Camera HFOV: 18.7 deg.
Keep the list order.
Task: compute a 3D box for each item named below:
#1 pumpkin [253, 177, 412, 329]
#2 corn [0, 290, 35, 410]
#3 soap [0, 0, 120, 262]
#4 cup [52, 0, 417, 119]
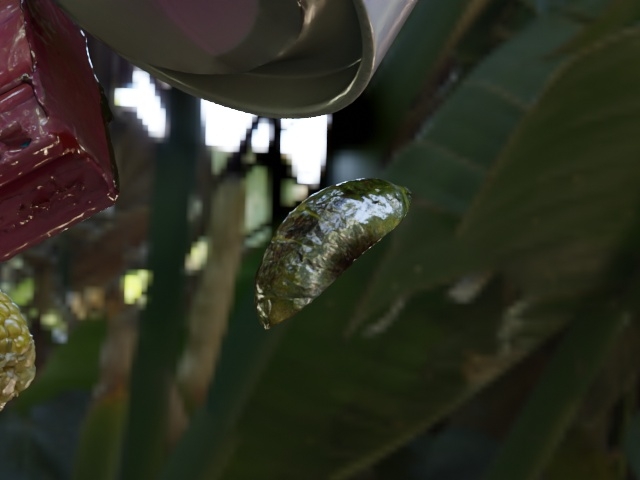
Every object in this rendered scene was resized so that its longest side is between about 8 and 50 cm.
[{"bbox_3d":[-0.001,-0.001,0.785,0.028,0.083,0.050,47,-17,-19],"label":"pumpkin"},{"bbox_3d":[-0.317,0.032,1.497,0.260,0.091,0.091,39,32,25],"label":"corn"},{"bbox_3d":[-0.256,-0.053,1.165,0.250,0.162,0.099,-25,-35,12],"label":"soap"},{"bbox_3d":[-0.004,-0.269,1.109,0.253,0.371,0.253,26,-26,14],"label":"cup"}]
